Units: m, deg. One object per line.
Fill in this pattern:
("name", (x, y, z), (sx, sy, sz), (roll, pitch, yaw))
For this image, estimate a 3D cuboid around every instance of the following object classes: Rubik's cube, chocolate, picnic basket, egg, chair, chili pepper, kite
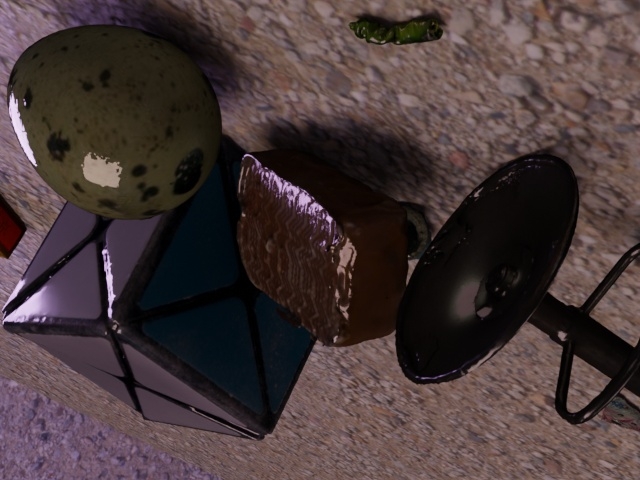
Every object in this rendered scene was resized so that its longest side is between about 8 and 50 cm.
("Rubik's cube", (-0.160, 0.057, 1.278), (0.255, 0.260, 0.259), (-1, 148, 49))
("chocolate", (0.000, 0.000, 1.083), (0.093, 0.148, 0.214), (-8, -154, -27))
("picnic basket", (0.076, -0.007, 1.144), (0.083, 0.065, 0.083), (15, 172, -33))
("egg", (-0.198, -0.117, 1.048), (0.228, 0.177, 0.177), (31, 162, 28))
("chair", (0.286, 0.121, 0.987), (0.401, 0.226, 0.226), (33, 157, -19))
("chili pepper", (0.058, -0.162, 0.870), (0.083, 0.022, 0.027), (7, -176, 37))
("kite", (0.401, 0.219, 1.352), (0.137, 0.005, 0.153), (35, 156, -27))

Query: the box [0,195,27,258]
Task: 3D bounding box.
("box", (-0.596, -0.063, 1.741), (0.240, 0.074, 0.153), (17, 160, 20))
